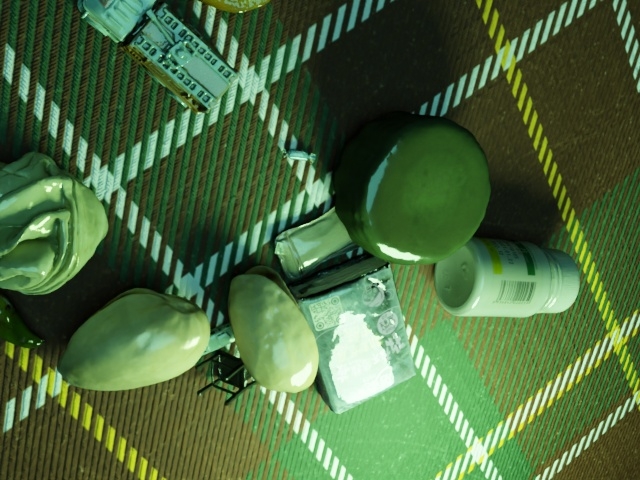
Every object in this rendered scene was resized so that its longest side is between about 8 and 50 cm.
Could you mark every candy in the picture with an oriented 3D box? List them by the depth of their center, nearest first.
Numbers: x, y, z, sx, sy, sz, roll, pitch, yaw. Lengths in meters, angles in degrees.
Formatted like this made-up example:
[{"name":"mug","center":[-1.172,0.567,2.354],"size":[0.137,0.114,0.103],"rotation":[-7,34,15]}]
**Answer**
[{"name":"candy","center":[-0.050,-0.193,1.378],"size":[0.083,0.020,0.030],"rotation":[4,104,-22]}]

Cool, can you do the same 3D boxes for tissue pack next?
[{"name":"tissue pack","center":[0.086,0.238,1.522],"size":[0.260,0.122,0.361],"rotation":[-22,116,-12]}]

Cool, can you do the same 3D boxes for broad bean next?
[{"name":"broad bean","center":[-0.688,0.111,1.197],"size":[0.077,0.061,0.339],"rotation":[-40,116,2]}]

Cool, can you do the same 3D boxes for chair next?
[{"name":"chair","center":[-0.195,0.309,1.461],"size":[0.213,0.102,0.084],"rotation":[-26,122,-54]}]

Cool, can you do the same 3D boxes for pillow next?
[{"name":"pillow","center":[0.000,0.000,1.450],"size":[0.233,0.038,0.130],"rotation":[-29,113,-14]}]

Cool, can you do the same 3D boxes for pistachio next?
[{"name":"pistachio","center":[-0.394,0.217,1.278],"size":[0.318,0.193,0.213],"rotation":[-23,103,-2]},{"name":"pistachio","center":[-0.106,0.205,1.365],"size":[0.188,0.187,0.299],"rotation":[-22,93,-14]}]

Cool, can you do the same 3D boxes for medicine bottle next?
[{"name":"medicine bottle","center":[0.494,0.099,1.586],"size":[0.340,0.208,0.208],"rotation":[4,105,-23]}]

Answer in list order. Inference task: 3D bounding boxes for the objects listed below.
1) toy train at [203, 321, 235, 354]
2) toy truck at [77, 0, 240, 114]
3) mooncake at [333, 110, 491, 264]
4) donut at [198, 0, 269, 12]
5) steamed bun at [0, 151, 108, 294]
[{"name":"toy train","center":[-0.268,0.240,1.417],"size":[0.208,0.047,0.043],"rotation":[-22,115,-13]},{"name":"toy truck","center":[-0.302,-0.379,1.137],"size":[0.305,0.162,0.136],"rotation":[40,90,-27]},{"name":"mooncake","center":[0.206,-0.121,1.404],"size":[0.357,0.194,0.356],"rotation":[-7,108,-21]},{"name":"donut","center":[-0.193,-0.590,1.145],"size":[0.303,0.110,0.302],"rotation":[-8,112,-21]},{"name":"steamed bun","center":[-0.571,-0.029,1.120],"size":[0.276,0.203,0.289],"rotation":[-42,116,-5]}]
